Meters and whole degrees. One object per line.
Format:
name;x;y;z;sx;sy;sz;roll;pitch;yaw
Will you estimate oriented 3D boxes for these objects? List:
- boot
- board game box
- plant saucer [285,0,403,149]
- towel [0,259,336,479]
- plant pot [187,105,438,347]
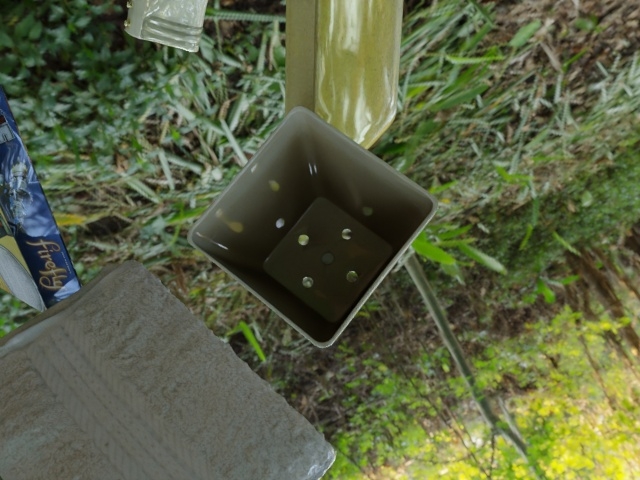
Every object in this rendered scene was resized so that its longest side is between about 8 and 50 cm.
boot;-0.277;-0.414;0.918;0.095;0.262;0.203;-81;-166;-58
board game box;-0.319;-0.058;0.578;0.042;0.165;0.243;-38;132;-39
plant saucer;0.016;-0.244;0.598;0.081;0.332;0.332;0;-163;-6
towel;-0.146;0.137;0.483;0.187;0.282;0.049;-39;148;-28
plant pot;0.000;0.000;0.404;0.109;0.109;0.096;-51;165;-7
